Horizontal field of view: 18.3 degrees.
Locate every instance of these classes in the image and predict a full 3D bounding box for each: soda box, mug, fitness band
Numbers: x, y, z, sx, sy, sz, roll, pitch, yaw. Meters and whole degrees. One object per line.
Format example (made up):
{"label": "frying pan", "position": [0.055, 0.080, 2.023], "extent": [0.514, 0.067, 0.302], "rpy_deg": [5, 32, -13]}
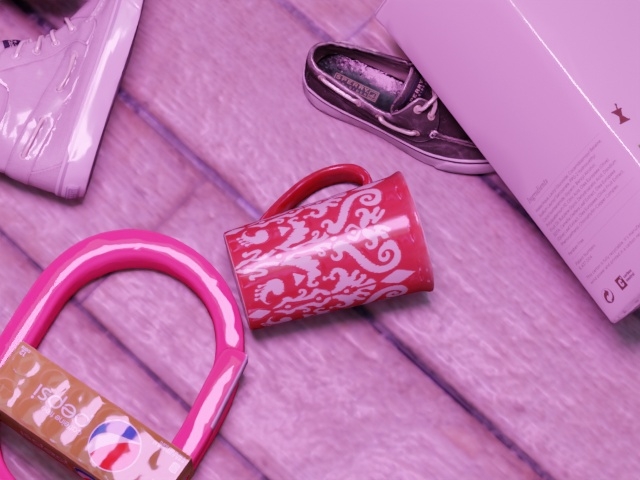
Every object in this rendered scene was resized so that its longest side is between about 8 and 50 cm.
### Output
{"label": "soda box", "position": [-0.197, 0.164, 1.685], "extent": [0.181, 0.058, 0.061], "rpy_deg": [33, 73, 11]}
{"label": "mug", "position": [0.003, 0.010, 1.797], "extent": [0.169, 0.150, 0.113], "rpy_deg": [-16, 109, -5]}
{"label": "fitness band", "position": [-0.187, 0.127, 1.759], "extent": [0.209, 0.054, 0.291], "rpy_deg": [27, 70, 9]}

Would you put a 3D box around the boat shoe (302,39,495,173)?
{"label": "boat shoe", "position": [0.086, -0.125, 1.850], "extent": [0.219, 0.070, 0.078], "rpy_deg": [19, 71, 3]}

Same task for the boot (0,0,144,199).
{"label": "boot", "position": [-0.240, -0.173, 1.832], "extent": [0.123, 0.095, 0.258], "rpy_deg": [17, 72, -5]}

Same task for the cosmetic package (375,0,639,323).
{"label": "cosmetic package", "position": [0.245, -0.133, 1.790], "extent": [0.197, 0.155, 0.365], "rpy_deg": [-27, 75, -38]}
